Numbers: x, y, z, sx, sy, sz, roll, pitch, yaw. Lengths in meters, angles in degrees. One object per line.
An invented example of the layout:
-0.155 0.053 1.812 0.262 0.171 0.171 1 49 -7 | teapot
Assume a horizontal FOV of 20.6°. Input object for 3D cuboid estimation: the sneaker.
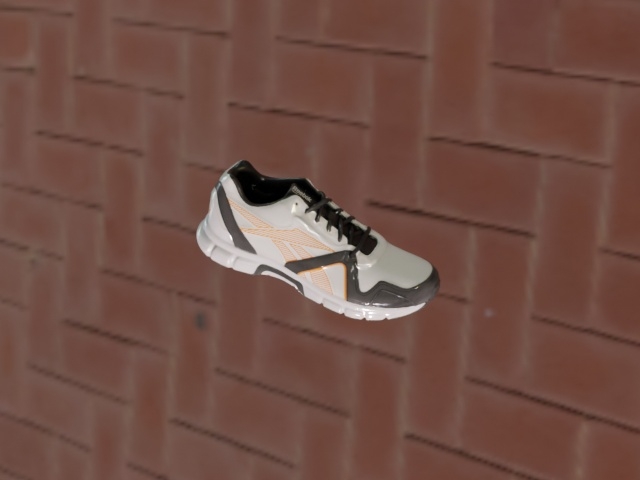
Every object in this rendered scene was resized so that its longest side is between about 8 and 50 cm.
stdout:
0.000 0.000 0.750 0.109 0.040 0.044 18 123 7 | sneaker
